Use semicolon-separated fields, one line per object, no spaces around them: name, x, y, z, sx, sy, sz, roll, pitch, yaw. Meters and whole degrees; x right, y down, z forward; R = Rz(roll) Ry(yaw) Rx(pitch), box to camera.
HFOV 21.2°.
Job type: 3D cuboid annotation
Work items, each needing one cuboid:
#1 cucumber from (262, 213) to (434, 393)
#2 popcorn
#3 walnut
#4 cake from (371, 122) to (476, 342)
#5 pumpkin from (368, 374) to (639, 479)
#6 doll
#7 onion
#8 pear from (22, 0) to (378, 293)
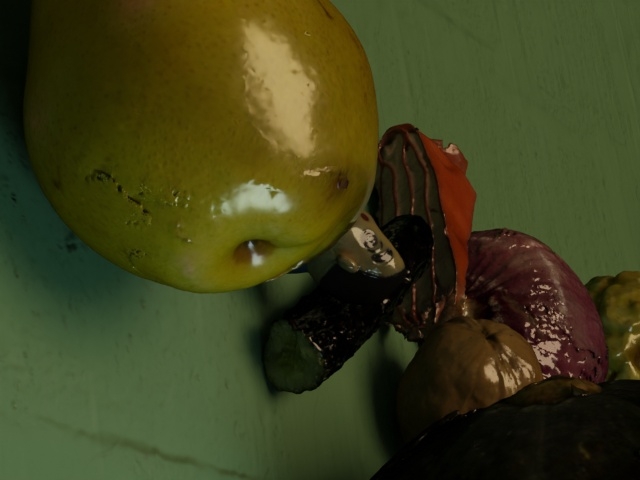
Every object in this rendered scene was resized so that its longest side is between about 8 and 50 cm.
cucumber;0.035;0.055;1.640;0.072;0.081;0.303;29;31;14
popcorn;0.420;0.159;2.167;0.286;0.215;0.252;54;54;-38
walnut;0.150;0.153;1.717;0.166;0.166;0.149;34;18;-50
cake;0.102;-0.015;1.815;0.135;0.098;0.287;51;28;-35
pumpkin;0.220;0.285;1.440;0.454;0.454;0.344;-32;111;-62
doll;0.000;0.000;1.543;0.102;0.179;0.089;-46;158;-61
onion;0.257;0.134;1.932;0.348;0.159;0.267;37;45;-46
pear;-0.096;-0.124;1.320;0.285;0.285;0.336;6;71;-61
